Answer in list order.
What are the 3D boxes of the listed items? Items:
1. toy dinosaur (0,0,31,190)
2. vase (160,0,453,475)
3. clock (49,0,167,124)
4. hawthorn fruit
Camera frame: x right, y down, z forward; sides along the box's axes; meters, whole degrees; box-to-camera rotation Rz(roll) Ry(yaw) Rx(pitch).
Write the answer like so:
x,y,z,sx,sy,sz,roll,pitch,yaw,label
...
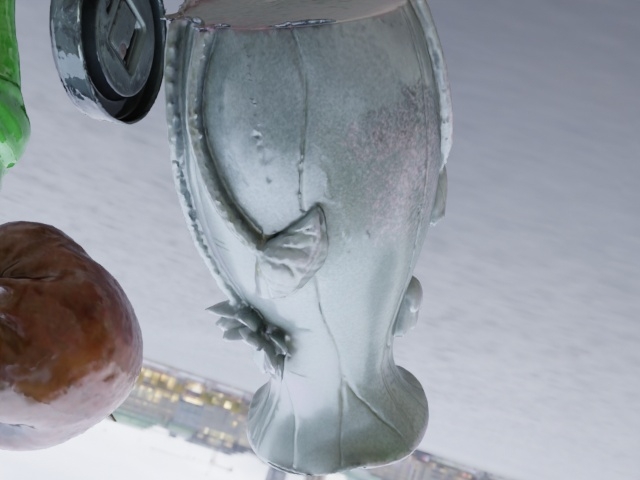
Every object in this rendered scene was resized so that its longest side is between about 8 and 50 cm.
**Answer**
x,y,z,sx,sy,sz,roll,pitch,yaw,label
-0.259,-0.081,0.714,0.144,0.500,0.374,8,125,12,toy dinosaur
0.000,0.000,0.793,0.250,0.445,0.250,-4,-153,2,vase
-0.257,-0.257,1.083,0.049,0.226,0.226,4,165,16,clock
-0.325,0.106,0.960,0.258,0.258,0.262,17,178,7,hawthorn fruit
